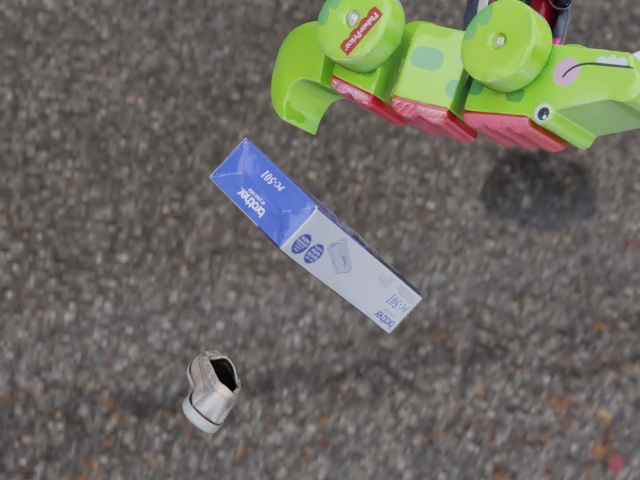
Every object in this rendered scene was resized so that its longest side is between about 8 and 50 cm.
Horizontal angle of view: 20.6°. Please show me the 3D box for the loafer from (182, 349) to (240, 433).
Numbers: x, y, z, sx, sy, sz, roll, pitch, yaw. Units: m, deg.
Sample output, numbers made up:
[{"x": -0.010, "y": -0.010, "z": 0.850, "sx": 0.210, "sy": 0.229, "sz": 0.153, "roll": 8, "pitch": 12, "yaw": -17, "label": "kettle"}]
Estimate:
[{"x": -0.078, "y": 0.110, "z": 1.362, "sx": 0.045, "sy": 0.039, "sz": 0.125, "roll": 38, "pitch": 14, "yaw": -10, "label": "loafer"}]

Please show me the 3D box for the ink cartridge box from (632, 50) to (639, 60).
[{"x": 0.378, "y": -0.107, "z": 1.543, "sx": 0.139, "sy": 0.082, "sz": 0.191, "roll": -23, "pitch": 44, "yaw": -3, "label": "ink cartridge box"}]

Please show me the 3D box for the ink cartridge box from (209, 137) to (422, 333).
[{"x": 0.000, "y": 0.000, "z": 1.415, "sx": 0.046, "sy": 0.207, "sz": 0.097, "roll": -47, "pitch": 56, "yaw": 3, "label": "ink cartridge box"}]

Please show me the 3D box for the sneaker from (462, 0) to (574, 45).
[{"x": 0.233, "y": -0.317, "z": 1.818, "sx": 0.121, "sy": 0.299, "sz": 0.112, "roll": 3, "pitch": 8, "yaw": -21, "label": "sneaker"}]

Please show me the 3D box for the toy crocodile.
[{"x": 0.102, "y": -0.116, "z": 1.296, "sx": 0.340, "sy": 0.115, "sz": 0.105, "roll": 13, "pitch": 82, "yaw": 37, "label": "toy crocodile"}]
